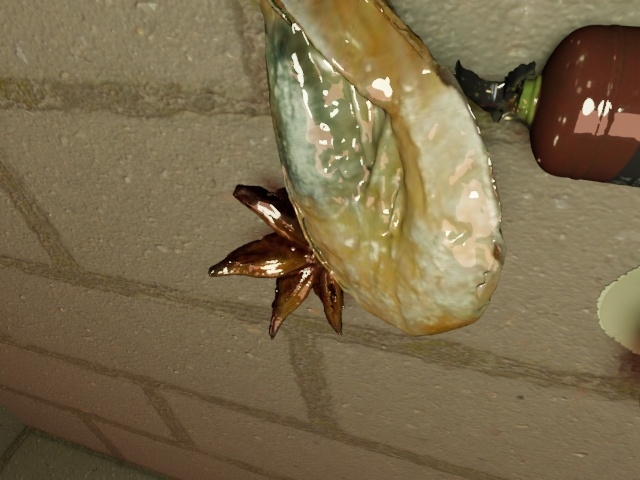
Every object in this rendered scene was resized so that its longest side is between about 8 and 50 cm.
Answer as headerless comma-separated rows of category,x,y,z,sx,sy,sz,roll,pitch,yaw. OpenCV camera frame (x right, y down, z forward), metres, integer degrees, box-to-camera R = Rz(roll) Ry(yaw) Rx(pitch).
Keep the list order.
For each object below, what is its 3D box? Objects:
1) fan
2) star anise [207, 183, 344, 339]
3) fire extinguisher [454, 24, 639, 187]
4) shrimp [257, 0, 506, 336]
fan,0.411,0.034,0.462,0.191,0.009,0.329,12,136,15
star anise,0.000,0.000,0.564,0.272,0.102,0.271,-3,118,-6
fire extinguisher,0.269,-0.090,0.324,0.338,0.135,0.114,10,93,17
shrimp,0.026,-0.112,0.361,0.221,0.110,0.445,11,124,56
